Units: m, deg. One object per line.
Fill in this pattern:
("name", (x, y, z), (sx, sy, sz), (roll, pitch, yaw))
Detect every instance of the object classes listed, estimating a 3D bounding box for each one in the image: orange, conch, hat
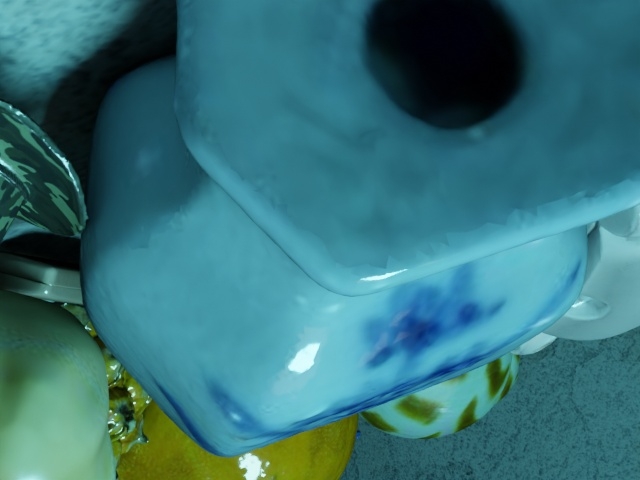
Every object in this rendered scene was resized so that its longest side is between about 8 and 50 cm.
("orange", (-0.101, 0.186, 1.036), (0.284, 0.226, 0.284), (-23, 161, -8))
("conch", (0.141, 0.123, 1.269), (0.249, 0.197, 0.368), (-50, 164, 19))
("hat", (-0.152, -0.018, 0.423), (0.121, 0.050, 0.121), (10, 157, 4))

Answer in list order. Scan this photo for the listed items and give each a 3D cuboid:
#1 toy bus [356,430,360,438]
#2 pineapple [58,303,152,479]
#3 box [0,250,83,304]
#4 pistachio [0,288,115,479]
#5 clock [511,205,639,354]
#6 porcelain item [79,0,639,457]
("toy bus", (-0.059, 0.217, 1.332), (0.138, 0.175, 0.288), (-19, 167, -13))
("pineapple", (-0.204, 0.123, 0.802), (0.249, 0.140, 0.164), (-7, 159, -41))
("box", (-0.162, 0.027, 0.670), (0.048, 0.025, 0.115), (15, 179, 16))
("pistachio", (-0.248, 0.122, 0.538), (0.321, 0.229, 0.238), (-20, -156, 24))
("clock", (0.265, -0.075, 0.697), (0.325, 0.184, 0.342), (-22, 167, -14))
("porcelain item", (0.000, 0.000, 0.537), (0.242, 0.178, 0.405), (-18, 165, -18))
